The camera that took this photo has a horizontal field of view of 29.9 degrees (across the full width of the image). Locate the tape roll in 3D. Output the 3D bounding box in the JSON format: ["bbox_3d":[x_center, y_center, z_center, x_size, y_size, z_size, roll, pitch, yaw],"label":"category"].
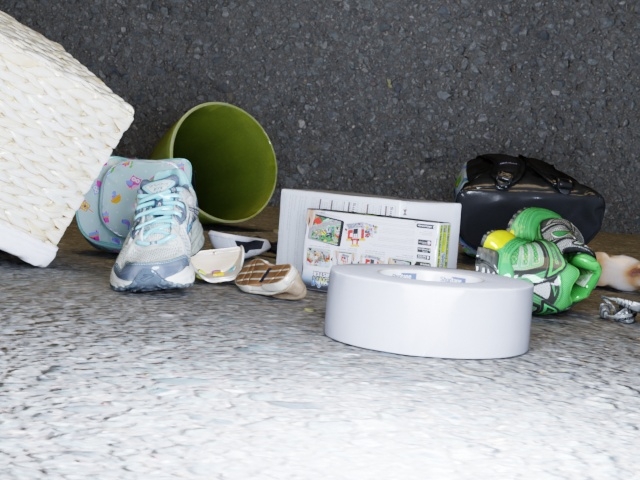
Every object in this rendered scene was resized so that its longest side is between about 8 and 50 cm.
[{"bbox_3d":[0.115,0.072,1.275,0.219,0.072,0.219,4,4,0],"label":"tape roll"}]

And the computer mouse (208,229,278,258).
[{"bbox_3d":[-0.126,0.012,2.032,0.106,0.042,0.193,12,2,32],"label":"computer mouse"}]

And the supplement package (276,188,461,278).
[{"bbox_3d":[0.067,0.000,1.748,0.139,0.133,0.244,0,5,-43],"label":"supplement package"}]

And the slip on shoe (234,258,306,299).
[{"bbox_3d":[-0.064,0.054,1.558,0.041,0.051,0.135,46,-26,-25],"label":"slip on shoe"}]

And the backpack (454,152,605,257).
[{"bbox_3d":[0.390,-0.066,2.411,0.290,0.273,0.355,2,26,-2],"label":"backpack"}]

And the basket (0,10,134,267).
[{"bbox_3d":[-0.498,-0.186,1.664,0.331,0.266,0.328,28,8,-43],"label":"basket"}]

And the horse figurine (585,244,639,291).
[{"bbox_3d":[0.514,0.052,1.980,0.263,0.066,0.174,11,2,42],"label":"horse figurine"}]

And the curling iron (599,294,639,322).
[{"bbox_3d":[0.466,0.087,1.647,0.068,0.035,0.274,8,6,41],"label":"curling iron"}]

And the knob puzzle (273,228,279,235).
[{"bbox_3d":[0.000,0.000,2.365,0.213,0.030,0.213,5,4,0],"label":"knob puzzle"}]

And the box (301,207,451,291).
[{"bbox_3d":[0.071,0.021,1.614,0.207,0.114,0.036,8,5,32],"label":"box"}]

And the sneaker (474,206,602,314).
[{"bbox_3d":[0.314,0.043,1.643,0.146,0.134,0.343,13,16,20],"label":"sneaker"}]

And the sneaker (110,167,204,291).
[{"bbox_3d":[-0.217,-0.019,1.565,0.110,0.122,0.283,-3,18,-1],"label":"sneaker"}]

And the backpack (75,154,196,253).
[{"bbox_3d":[-0.301,-0.057,1.928,0.188,0.165,0.144,2,-5,2],"label":"backpack"}]

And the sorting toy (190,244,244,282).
[{"bbox_3d":[-0.141,0.040,1.648,0.083,0.044,0.075,-6,17,-12],"label":"sorting toy"}]

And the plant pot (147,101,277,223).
[{"bbox_3d":[-0.294,-0.149,2.758,0.275,0.274,0.293,1,-10,-36],"label":"plant pot"}]
